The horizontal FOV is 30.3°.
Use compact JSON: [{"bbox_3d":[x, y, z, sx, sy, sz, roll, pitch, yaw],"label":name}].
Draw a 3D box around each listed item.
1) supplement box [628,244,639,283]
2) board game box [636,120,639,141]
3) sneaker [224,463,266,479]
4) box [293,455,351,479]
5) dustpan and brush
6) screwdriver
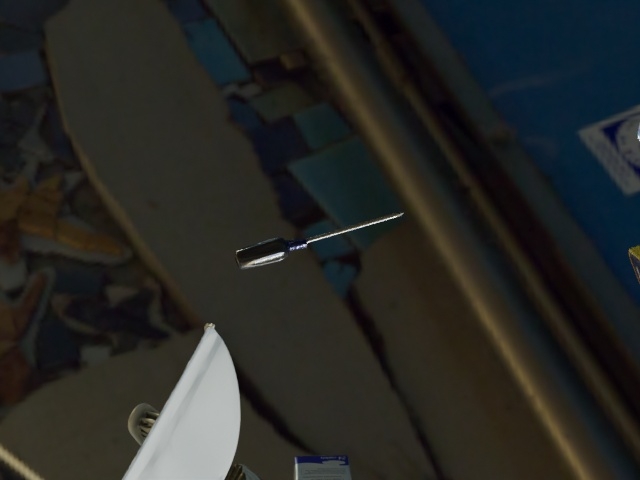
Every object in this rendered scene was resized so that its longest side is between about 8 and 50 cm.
[{"bbox_3d":[0.451,0.147,1.073,0.195,0.194,0.356,-79,145,-80],"label":"supplement box"},{"bbox_3d":[0.281,-0.088,0.781,0.033,0.133,0.169,45,4,42],"label":"board game box"},{"bbox_3d":[-0.097,0.343,1.406,0.279,0.118,0.107,-34,-148,63],"label":"sneaker"},{"bbox_3d":[0.001,0.353,1.460,0.137,0.072,0.126,-100,-169,-71],"label":"box"},{"bbox_3d":[-0.099,0.160,0.860,0.060,0.147,0.211,15,-27,27],"label":"dustpan and brush"},{"bbox_3d":[0.000,0.000,1.147,0.024,0.170,0.025,-120,-161,-78],"label":"screwdriver"}]
